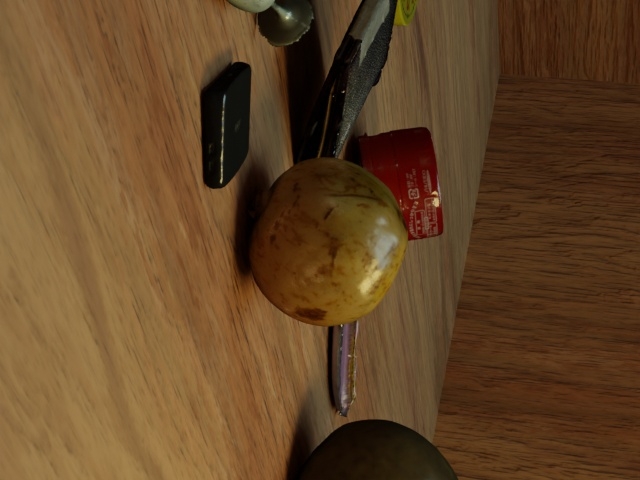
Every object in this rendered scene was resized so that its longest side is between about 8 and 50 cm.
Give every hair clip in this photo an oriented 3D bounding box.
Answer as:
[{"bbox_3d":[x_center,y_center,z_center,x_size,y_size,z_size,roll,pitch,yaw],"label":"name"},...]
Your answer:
[{"bbox_3d":[0.050,0.149,2.450,0.110,0.096,0.358,-125,-143,-53],"label":"hair clip"}]

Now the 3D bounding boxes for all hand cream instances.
[{"bbox_3d":[0.132,-0.091,2.444,0.193,0.125,0.193,173,-90,-90],"label":"hand cream"}]

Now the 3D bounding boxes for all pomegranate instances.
[{"bbox_3d":[0.000,0.000,1.849,0.215,0.215,0.215,6,90,-78],"label":"pomegranate"}]

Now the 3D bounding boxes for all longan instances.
[{"bbox_3d":[0.082,0.442,2.259,0.288,0.288,0.350,-51,156,-68],"label":"longan"}]

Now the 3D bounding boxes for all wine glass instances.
[{"bbox_3d":[-0.073,-0.281,1.661,0.262,0.074,0.074,20,76,-76],"label":"wine glass"}]

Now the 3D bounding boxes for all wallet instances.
[{"bbox_3d":[0.038,-0.231,2.031,0.262,0.071,0.221,110,6,-54],"label":"wallet"}]

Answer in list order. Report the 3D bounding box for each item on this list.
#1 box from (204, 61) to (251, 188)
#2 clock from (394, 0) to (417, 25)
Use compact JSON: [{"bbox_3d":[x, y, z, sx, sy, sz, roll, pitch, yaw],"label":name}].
[{"bbox_3d":[-0.107,-0.131,1.677,0.126,0.027,0.125,-61,157,-64],"label":"box"},{"bbox_3d":[0.155,-0.520,2.576,0.277,0.071,0.293,-46,140,-71],"label":"clock"}]
